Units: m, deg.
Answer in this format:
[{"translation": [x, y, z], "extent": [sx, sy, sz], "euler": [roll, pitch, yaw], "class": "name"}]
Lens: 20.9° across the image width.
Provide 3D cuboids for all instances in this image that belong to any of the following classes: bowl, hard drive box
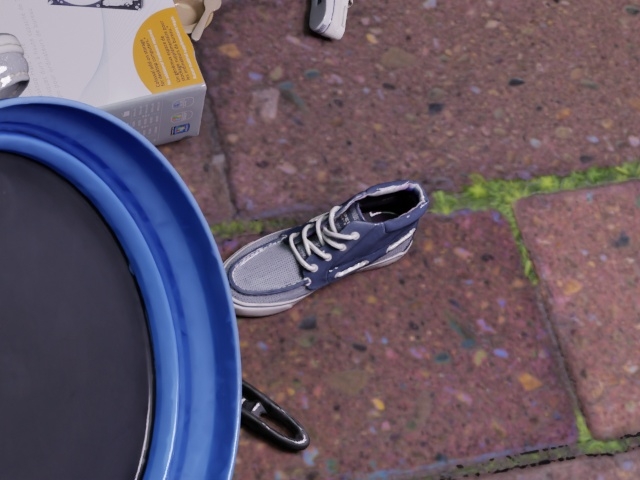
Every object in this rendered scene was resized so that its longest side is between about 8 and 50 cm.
[{"translation": [-0.200, 0.095, 1.224], "extent": [0.077, 0.391, 0.391], "euler": [-7, 52, 34], "class": "bowl"}, {"translation": [-0.237, -0.157, 1.489], "extent": [0.232, 0.089, 0.181], "euler": [-16, 67, -16], "class": "hard drive box"}]

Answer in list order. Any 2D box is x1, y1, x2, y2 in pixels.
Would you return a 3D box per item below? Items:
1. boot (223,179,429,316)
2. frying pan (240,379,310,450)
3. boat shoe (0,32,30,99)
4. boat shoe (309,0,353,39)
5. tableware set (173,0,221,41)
[{"translation": [0.000, 0.000, 1.469], "extent": [0.190, 0.086, 0.069], "euler": [-22, 69, -23], "class": "boot"}, {"translation": [-0.174, 0.076, 1.413], "extent": [0.197, 0.053, 0.326], "euler": [-28, 69, -24], "class": "frying pan"}, {"translation": [-0.330, -0.028, 1.333], "extent": [0.320, 0.118, 0.103], "euler": [-45, 88, 5], "class": "boat shoe"}, {"translation": [0.014, -0.232, 1.634], "extent": [0.035, 0.035, 0.100], "euler": [27, 51, -30], "class": "boat shoe"}, {"translation": [-0.143, -0.260, 1.616], "extent": [0.168, 0.020, 0.141], "euler": [27, 59, 2], "class": "tableware set"}]
